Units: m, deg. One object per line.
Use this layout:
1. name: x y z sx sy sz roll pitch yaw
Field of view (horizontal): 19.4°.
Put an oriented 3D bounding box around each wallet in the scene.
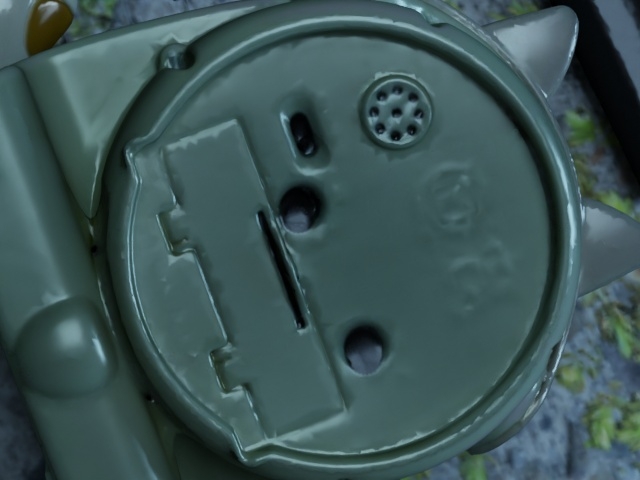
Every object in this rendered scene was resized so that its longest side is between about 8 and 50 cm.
1. wallet: 0.203 -0.153 1.126 0.149 0.044 0.250 -17 76 -26

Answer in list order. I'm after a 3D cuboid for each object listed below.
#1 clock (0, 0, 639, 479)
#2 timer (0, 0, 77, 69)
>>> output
1. clock: 0.000 0.000 0.903 0.324 0.108 0.265 -22 94 -7
2. timer: -0.168 -0.137 0.965 0.175 0.175 0.266 9 86 -14
